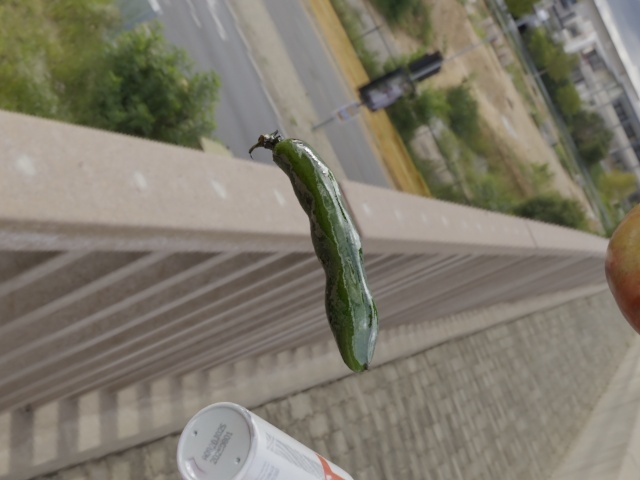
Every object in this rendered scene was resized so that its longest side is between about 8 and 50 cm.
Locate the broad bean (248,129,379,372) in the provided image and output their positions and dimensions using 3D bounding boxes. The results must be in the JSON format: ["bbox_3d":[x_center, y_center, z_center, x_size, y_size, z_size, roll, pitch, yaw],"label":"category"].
[{"bbox_3d":[0.003,-0.004,0.742,0.039,0.069,0.226,1,55,-40],"label":"broad bean"}]

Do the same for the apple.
[{"bbox_3d":[0.434,0.034,1.045,0.164,0.210,0.209,34,35,-61],"label":"apple"}]

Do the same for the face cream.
[{"bbox_3d":[-0.032,0.285,1.060,0.345,0.102,0.101,45,26,-51],"label":"face cream"}]
